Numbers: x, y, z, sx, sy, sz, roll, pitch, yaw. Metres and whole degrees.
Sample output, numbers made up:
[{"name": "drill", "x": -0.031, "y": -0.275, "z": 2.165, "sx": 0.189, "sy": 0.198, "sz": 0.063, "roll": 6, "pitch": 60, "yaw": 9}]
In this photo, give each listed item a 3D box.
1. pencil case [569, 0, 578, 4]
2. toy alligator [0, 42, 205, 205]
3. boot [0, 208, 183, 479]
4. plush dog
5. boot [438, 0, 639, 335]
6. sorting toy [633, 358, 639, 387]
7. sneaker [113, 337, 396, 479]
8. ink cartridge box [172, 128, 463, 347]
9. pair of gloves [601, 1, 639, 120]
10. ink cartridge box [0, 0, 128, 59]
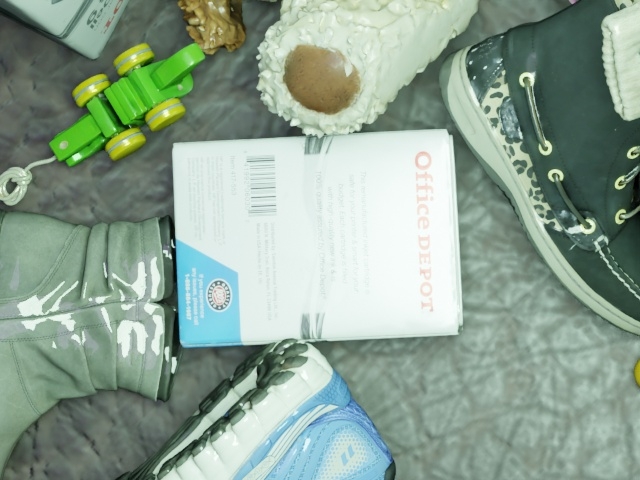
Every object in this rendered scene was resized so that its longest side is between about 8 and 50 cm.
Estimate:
[{"name": "pencil case", "x": 0.346, "y": -0.194, "z": 1.275, "sx": 0.386, "sy": 0.167, "sz": 0.160, "roll": 15, "pitch": 58, "yaw": 7}, {"name": "toy alligator", "x": -0.149, "y": -0.083, "z": 1.377, "sx": 0.190, "sy": 0.051, "sz": 0.056, "roll": -34, "pitch": 83, "yaw": 22}, {"name": "boot", "x": -0.179, "y": 0.097, "z": 1.358, "sx": 0.161, "sy": 0.083, "sz": 0.246, "roll": 7, "pitch": 89, "yaw": 1}, {"name": "plush dog", "x": 0.006, "y": -0.220, "z": 1.318, "sx": 0.225, "sy": 0.210, "sz": 0.262, "roll": 24, "pitch": 107, "yaw": 25}, {"name": "boot", "x": 0.208, "y": -0.060, "z": 1.264, "sx": 0.179, "sy": 0.085, "sz": 0.236, "roll": -31, "pitch": 102, "yaw": 35}, {"name": "sorting toy", "x": 0.305, "y": 0.190, "z": 1.296, "sx": 0.126, "sy": 0.127, "sz": 0.365, "roll": -22, "pitch": 82, "yaw": 28}, {"name": "sneaker", "x": -0.084, "y": 0.219, "z": 1.306, "sx": 0.330, "sy": 0.130, "sz": 0.147, "roll": -41, "pitch": 102, "yaw": 18}, {"name": "ink cartridge box", "x": 0.000, "y": 0.000, "z": 1.339, "sx": 0.191, "sy": 0.082, "sz": 0.139, "roll": -3, "pitch": 87, "yaw": 5}, {"name": "pair of gloves", "x": 0.275, "y": -0.093, "z": 1.193, "sx": 0.204, "sy": 0.240, "sz": 0.042, "roll": -30, "pitch": 41, "yaw": -4}, {"name": "ink cartridge box", "x": -0.173, "y": -0.250, "z": 1.271, "sx": 0.121, "sy": 0.289, "sz": 0.211, "roll": 28, "pitch": 90, "yaw": 4}]
